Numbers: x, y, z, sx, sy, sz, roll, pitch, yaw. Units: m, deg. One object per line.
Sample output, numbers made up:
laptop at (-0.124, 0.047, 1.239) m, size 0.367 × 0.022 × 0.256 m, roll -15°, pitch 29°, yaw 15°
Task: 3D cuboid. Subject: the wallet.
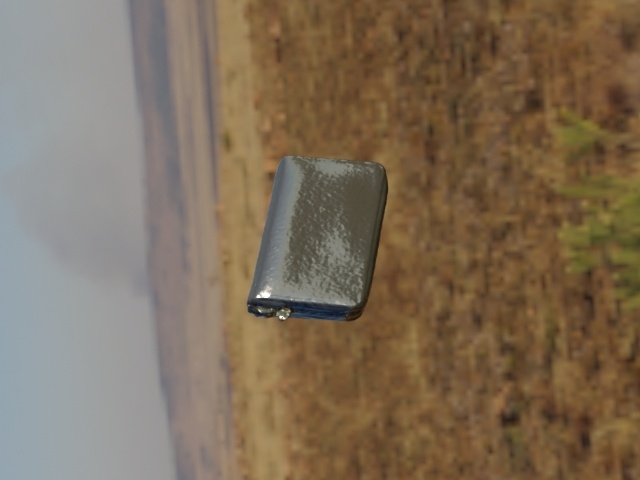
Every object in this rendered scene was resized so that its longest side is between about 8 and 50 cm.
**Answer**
wallet at (0.000, 0.000, 2.015) m, size 0.044 × 0.149 × 0.250 m, roll 83°, pitch -167°, yaw -50°
